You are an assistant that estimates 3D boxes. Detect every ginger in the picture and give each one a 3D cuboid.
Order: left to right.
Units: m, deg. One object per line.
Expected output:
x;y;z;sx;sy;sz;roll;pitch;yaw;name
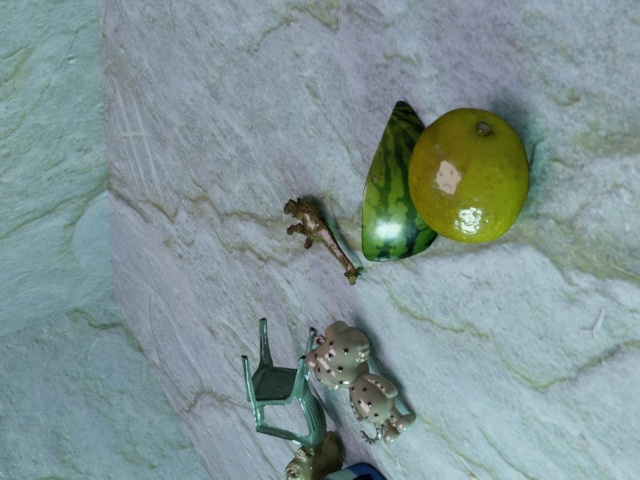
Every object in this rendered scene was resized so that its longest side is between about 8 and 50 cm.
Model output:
-0.030;0.580;1.918;0.074;0.213;0.137;8;129;58;ginger

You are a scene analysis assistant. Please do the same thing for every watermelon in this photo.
0.151;-0.065;1.293;0.128;0.159;0.303;12;129;14;watermelon

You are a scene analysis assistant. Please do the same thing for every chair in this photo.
-0.080;0.362;1.872;0.203;0.190;0.274;-68;-20;-61;chair

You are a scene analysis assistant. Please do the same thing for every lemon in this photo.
0.209;-0.088;1.072;0.170;0.170;0.207;46;151;37;lemon

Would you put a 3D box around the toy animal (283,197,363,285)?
-0.001;-0.008;1.632;0.275;0.054;0.149;32;138;48;toy animal

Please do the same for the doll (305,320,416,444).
0.082;0.309;1.619;0.154;0.119;0.278;-42;76;31;doll

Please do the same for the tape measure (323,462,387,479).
0.099;0.681;1.834;0.262;0.138;0.259;56;149;25;tape measure
